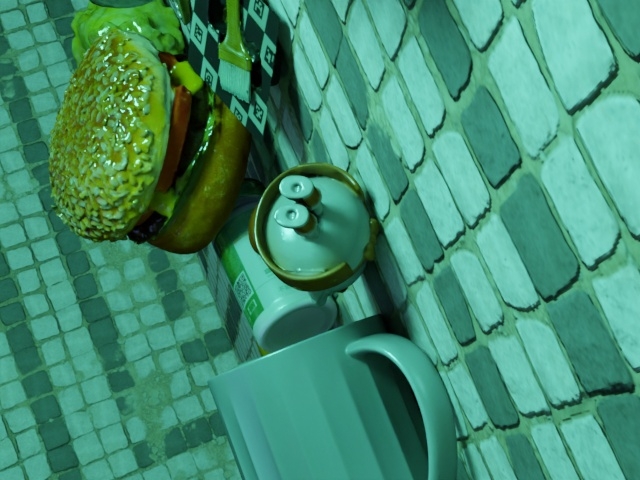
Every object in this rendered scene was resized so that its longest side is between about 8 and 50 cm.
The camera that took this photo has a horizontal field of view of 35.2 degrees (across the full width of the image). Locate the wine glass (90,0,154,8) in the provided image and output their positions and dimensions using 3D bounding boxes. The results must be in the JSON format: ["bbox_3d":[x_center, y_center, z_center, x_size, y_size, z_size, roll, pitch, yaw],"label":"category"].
[{"bbox_3d":[-0.327,-0.541,1.422,0.406,0.267,0.267,61,166,18],"label":"wine glass"}]

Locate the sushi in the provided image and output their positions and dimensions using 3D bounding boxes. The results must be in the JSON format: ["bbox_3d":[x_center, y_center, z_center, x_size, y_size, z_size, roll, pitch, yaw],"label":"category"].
[{"bbox_3d":[-0.096,-0.261,1.308,0.215,0.051,0.192,51,144,35],"label":"sushi"}]

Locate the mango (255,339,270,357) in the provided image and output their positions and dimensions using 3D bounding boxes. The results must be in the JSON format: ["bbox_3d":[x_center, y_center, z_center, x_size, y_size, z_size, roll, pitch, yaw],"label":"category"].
[{"bbox_3d":[-0.035,0.180,1.651,0.147,0.109,0.227,-55,52,46],"label":"mango"}]

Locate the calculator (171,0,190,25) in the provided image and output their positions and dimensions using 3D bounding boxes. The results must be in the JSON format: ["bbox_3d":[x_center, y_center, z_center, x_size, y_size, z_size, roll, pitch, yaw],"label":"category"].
[{"bbox_3d":[-0.269,-0.487,1.761,0.236,0.033,0.157,81,163,-52],"label":"calculator"}]

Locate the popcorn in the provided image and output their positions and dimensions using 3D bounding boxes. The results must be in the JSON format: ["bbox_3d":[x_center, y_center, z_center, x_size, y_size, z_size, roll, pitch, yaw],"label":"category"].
[{"bbox_3d":[-0.374,-0.381,1.992,0.242,0.235,0.250,-43,45,32],"label":"popcorn"}]

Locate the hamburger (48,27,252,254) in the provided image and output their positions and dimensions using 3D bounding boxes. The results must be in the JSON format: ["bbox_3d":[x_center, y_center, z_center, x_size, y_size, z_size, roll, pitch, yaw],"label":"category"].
[{"bbox_3d":[-0.265,-0.147,1.531,0.330,0.250,0.329,-36,45,47],"label":"hamburger"}]

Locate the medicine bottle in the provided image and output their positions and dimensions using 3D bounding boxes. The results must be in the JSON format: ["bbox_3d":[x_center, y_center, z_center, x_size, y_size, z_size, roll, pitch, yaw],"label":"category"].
[{"bbox_3d":[-0.085,0.031,1.557,0.133,0.133,0.274,86,159,-53],"label":"medicine bottle"}]

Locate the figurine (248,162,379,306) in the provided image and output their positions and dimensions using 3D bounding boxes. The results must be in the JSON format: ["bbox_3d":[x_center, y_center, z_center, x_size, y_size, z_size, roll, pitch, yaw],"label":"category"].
[{"bbox_3d":[0.008,0.001,1.149,0.271,0.143,0.143,36,-158,-56],"label":"figurine"}]

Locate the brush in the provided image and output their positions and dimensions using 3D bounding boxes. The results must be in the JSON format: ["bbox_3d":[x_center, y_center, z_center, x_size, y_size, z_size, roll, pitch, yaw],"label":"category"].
[{"bbox_3d":[-0.108,-0.282,1.254,0.082,0.010,0.218,36,133,48],"label":"brush"}]

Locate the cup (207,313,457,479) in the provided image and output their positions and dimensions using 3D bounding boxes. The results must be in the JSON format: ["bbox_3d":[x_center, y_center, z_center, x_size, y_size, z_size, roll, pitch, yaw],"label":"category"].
[{"bbox_3d":[0.051,0.266,1.201,0.323,0.237,0.326,-30,78,47],"label":"cup"}]
